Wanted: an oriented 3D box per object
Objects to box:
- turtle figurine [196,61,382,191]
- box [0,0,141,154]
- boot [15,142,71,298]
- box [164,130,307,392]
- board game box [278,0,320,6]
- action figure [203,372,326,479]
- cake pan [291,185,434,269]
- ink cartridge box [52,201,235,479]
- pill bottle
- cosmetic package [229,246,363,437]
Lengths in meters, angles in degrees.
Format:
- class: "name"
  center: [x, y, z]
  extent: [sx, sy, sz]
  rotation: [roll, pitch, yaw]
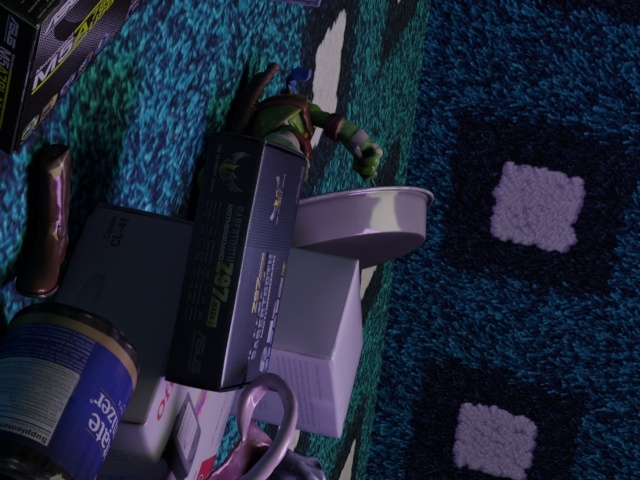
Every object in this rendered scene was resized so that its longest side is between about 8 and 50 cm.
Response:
- class: "turtle figurine"
  center: [-0.031, -0.069, 2.100]
  extent: [0.266, 0.198, 0.274]
  rotation: [-40, 137, -69]
- class: "box"
  center: [-0.182, -0.179, 1.269]
  extent: [0.190, 0.045, 0.184]
  rotation: [-56, 180, -31]
- class: "boot"
  center: [-0.233, -0.020, 1.452]
  extent: [0.106, 0.037, 0.114]
  rotation: [-88, -172, -63]
- class: "box"
  center: [-0.076, 0.021, 1.599]
  extent: [0.183, 0.059, 0.232]
  rotation: [12, 88, -78]
- class: "board game box"
  center: [-0.079, -0.262, 1.579]
  extent: [0.194, 0.194, 0.060]
  rotation: [-42, 143, -73]
- class: "action figure"
  center: [-0.153, 0.325, 1.528]
  extent: [0.248, 0.370, 0.275]
  rotation: [-115, -170, -66]
- class: "cake pan"
  center: [0.000, 0.000, 2.080]
  extent: [0.293, 0.293, 0.054]
  rotation: [52, 25, -78]
- class: "ink cartridge box"
  center: [-0.178, 0.143, 1.695]
  extent: [0.306, 0.131, 0.226]
  rotation: [86, 18, -59]
- class: "pill bottle"
  center: [-0.238, 0.168, 1.400]
  extent: [0.123, 0.123, 0.219]
  rotation: [90, 15, -50]
- class: "cosmetic package"
  center: [-0.072, 0.107, 1.978]
  extent: [0.224, 0.225, 0.138]
  rotation: [85, 19, -61]
